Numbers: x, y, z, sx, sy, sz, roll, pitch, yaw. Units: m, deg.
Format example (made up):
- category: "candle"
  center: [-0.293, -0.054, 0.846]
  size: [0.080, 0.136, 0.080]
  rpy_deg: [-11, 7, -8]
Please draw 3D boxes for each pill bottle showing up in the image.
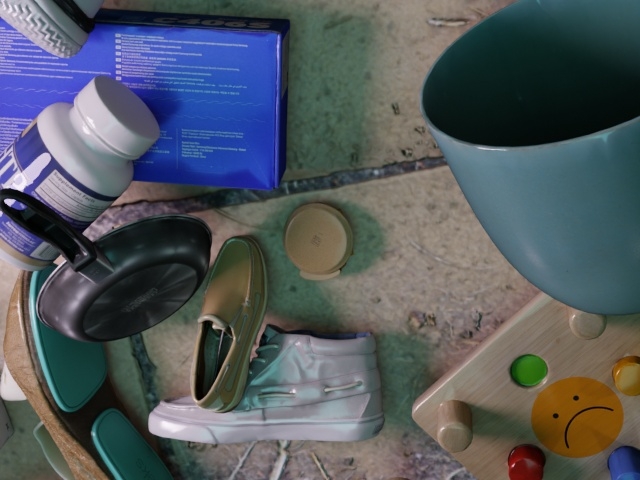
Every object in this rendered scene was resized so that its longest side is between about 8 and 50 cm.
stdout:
- category: "pill bottle"
  center: [-0.248, -0.068, 1.328]
  size: [0.112, 0.112, 0.186]
  rpy_deg: [45, 109, -9]

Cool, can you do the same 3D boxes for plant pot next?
- category: "plant pot"
  center: [0.267, -0.076, 1.261]
  size: [0.293, 0.293, 0.235]
  rpy_deg: [-18, 122, 13]

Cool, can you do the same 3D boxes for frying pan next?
- category: "frying pan"
  center: [-0.194, 0.013, 1.350]
  size: [0.197, 0.326, 0.053]
  rpy_deg: [-25, 65, -14]

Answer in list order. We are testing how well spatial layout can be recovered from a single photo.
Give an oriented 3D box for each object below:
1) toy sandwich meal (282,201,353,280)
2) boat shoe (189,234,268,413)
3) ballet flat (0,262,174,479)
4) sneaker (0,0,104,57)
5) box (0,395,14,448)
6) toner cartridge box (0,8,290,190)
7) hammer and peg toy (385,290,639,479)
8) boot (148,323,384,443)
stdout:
- category: "toy sandwich meal"
  center: [0.000, 0.000, 1.446]
  size: [0.085, 0.029, 0.086]
  rpy_deg: [3, 102, 15]
- category: "boat shoe"
  center: [-0.099, 0.083, 1.424]
  size: [0.068, 0.072, 0.190]
  rpy_deg: [1, 78, 20]
- category: "ballet flat"
  center: [-0.278, 0.184, 1.515]
  size: [0.124, 0.116, 0.342]
  rpy_deg: [-15, 112, 32]
- category: "sneaker"
  center: [-0.310, -0.355, 1.307]
  size: [0.366, 0.137, 0.210]
  rpy_deg: [40, 89, 12]
- category: "box"
  center: [-0.451, 0.219, 1.523]
  size: [0.170, 0.130, 0.091]
  rpy_deg: [-14, 106, 11]
- category: "toner cartridge box"
  center: [-0.207, -0.149, 1.394]
  size: [0.347, 0.075, 0.165]
  rpy_deg: [5, 109, 5]
- category: "hammer and peg toy"
  center: [0.236, 0.219, 1.441]
  size: [0.266, 0.127, 0.361]
  rpy_deg: [42, 109, -10]
- category: "boot"
  center: [-0.061, 0.150, 1.484]
  size: [0.258, 0.095, 0.123]
  rpy_deg: [-2, 97, 4]
